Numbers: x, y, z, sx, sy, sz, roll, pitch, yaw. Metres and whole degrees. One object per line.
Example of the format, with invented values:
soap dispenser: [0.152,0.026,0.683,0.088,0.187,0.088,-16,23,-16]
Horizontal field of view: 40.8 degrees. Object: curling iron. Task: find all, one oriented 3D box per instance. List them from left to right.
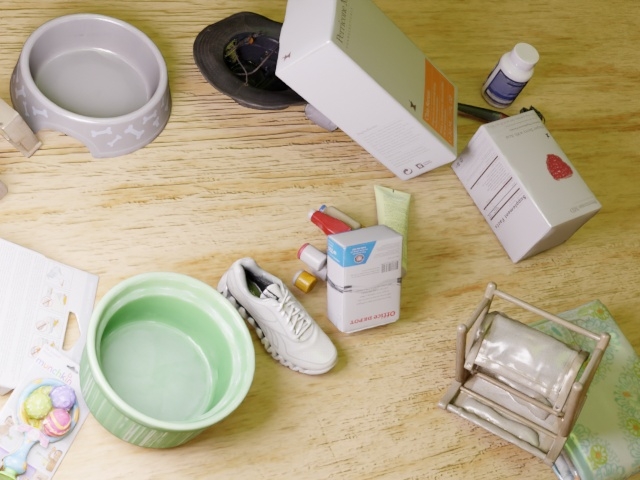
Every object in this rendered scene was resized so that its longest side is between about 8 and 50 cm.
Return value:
curling iron: [0.457,-0.328,2.228,0.274,0.035,0.068,4,55,-18]

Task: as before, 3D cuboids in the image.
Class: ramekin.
ramekin: [-0.283,0.221,1.543,0.303,0.148,0.303,16,51,-21]

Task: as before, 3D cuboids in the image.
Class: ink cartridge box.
ink cartridge box: [-0.546,0.149,1.576,0.239,0.060,0.275,26,51,-34]
ink cartridge box: [0.090,0.077,1.760,0.139,0.191,0.082,-11,26,-25]

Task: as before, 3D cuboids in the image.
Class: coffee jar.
coffee jar: [0.041,-0.354,2.071,0.096,0.079,0.184,30,55,0]

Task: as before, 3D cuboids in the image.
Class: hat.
hat: [-0.135,-0.378,1.995,0.331,0.134,0.331,7,51,-9]

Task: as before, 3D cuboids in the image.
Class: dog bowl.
dog bowl: [-0.491,-0.348,1.867,0.349,0.102,0.349,9,57,-14]

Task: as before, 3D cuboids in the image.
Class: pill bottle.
pill bottle: [0.492,-0.427,2.218,0.094,0.169,0.094,9,58,-14]

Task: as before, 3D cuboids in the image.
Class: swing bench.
swing bench: [0.391,0.262,1.682,0.253,0.255,0.165,26,46,22]

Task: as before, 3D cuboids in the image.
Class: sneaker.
sneaker: [-0.080,0.150,1.704,0.292,0.118,0.110,41,54,6]

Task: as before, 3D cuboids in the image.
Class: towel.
towel: [0.575,0.326,1.844,0.320,0.090,0.374,-16,67,-26]

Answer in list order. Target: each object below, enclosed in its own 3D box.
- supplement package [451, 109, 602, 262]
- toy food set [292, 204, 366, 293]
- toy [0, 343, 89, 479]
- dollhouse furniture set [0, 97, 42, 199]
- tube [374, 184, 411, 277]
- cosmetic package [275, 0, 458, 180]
supplement package: [0.482,-0.129,2.031,0.177,0.175,0.293,-19,69,-29]
toy food set: [0.000,0.000,1.828,0.104,0.111,0.232,34,55,17]
toy: [-0.473,0.308,1.481,0.137,0.056,0.237,42,55,-22]
dollhouse furniture set: [-0.691,-0.164,1.692,0.212,0.161,0.242,40,78,7]
tube: [0.164,-0.024,1.933,0.070,0.062,0.240,48,35,-43]
cosmetic package: [0.119,-0.357,1.926,0.453,0.161,0.230,34,48,-37]
